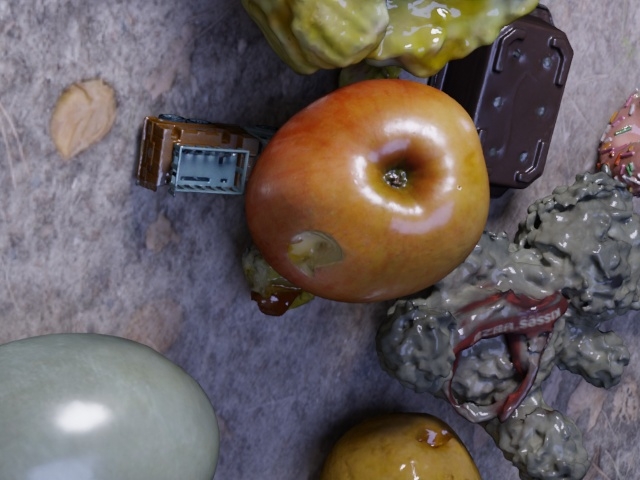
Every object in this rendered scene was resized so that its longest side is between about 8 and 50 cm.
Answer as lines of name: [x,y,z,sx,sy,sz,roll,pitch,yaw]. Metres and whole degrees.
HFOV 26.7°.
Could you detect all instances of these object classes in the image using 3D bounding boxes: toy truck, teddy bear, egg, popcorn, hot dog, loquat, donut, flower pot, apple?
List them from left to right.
egg: [-0.275,0.225,1.404,0.352,0.258,0.258,-2,106,-29]
toy truck: [-0.100,-0.086,1.481,0.177,0.115,0.080,1,105,-30]
hot dog: [0.000,0.000,1.554,0.213,0.103,0.146,-49,159,0]
apple: [0.049,-0.052,1.378,0.242,0.241,0.242,3,81,-18]
popcorn: [0.068,-0.163,1.557,0.089,0.109,0.097,-39,159,16]
popcorn: [0.071,-0.321,1.387,0.334,0.292,0.293,-15,153,-24]
loquat: [0.102,0.315,1.667,0.208,0.208,0.208,-8,109,-25]
flower pot: [0.223,-0.168,1.643,0.178,0.084,0.251,8,102,-29]
teddy bear: [0.265,0.073,1.645,0.357,0.224,0.367,41,93,-26]
donut: [0.399,-0.114,1.727,0.065,0.166,0.117,30,117,-11]
